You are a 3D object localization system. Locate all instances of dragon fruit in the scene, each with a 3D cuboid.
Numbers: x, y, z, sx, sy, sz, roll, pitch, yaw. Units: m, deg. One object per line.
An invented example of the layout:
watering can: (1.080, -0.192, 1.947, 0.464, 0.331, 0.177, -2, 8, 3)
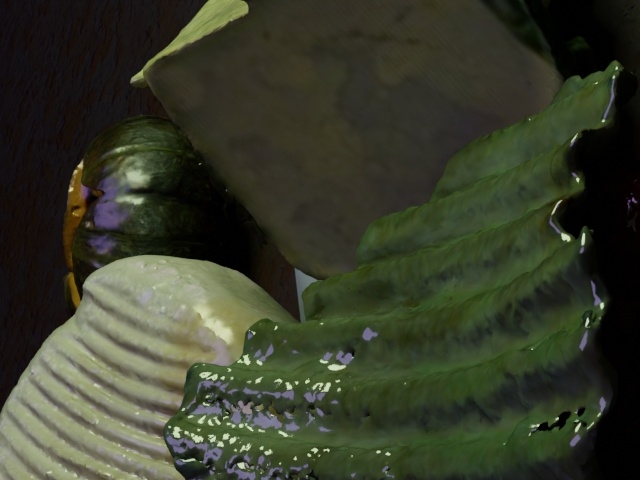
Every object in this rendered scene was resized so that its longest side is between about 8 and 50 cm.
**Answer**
dragon fruit: (0.197, 0.038, 1.176, 0.094, 0.094, 0.190, -145, 59, -62)

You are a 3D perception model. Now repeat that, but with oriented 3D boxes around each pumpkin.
pumpkin: (-0.160, -0.003, 1.767, 0.238, 0.159, 0.237, -179, 90, -78)

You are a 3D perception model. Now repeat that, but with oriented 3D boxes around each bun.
bun: (-0.109, 0.203, 1.484, 0.365, 0.219, 0.365, -20, 59, 37)

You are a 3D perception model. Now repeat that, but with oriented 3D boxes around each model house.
model house: (0.074, -0.154, 1.406, 0.321, 0.261, 0.266, -22, 27, 36)

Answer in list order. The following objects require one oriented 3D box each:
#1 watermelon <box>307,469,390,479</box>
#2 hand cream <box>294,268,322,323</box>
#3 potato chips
watermelon: (0.062, 0.276, 1.178, 0.264, 0.151, 0.302, -11, 49, 53)
hand cream: (0.000, 0.000, 1.595, 0.079, 0.048, 0.255, -50, 36, 44)
potato chips: (0.053, 0.072, 1.154, 0.389, 0.097, 0.373, -36, 31, 35)
